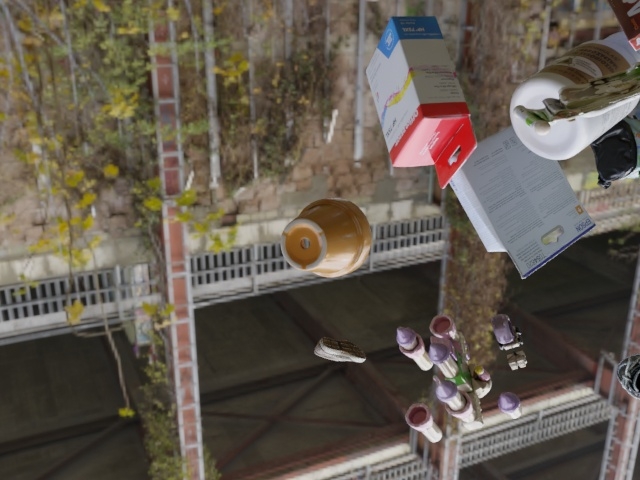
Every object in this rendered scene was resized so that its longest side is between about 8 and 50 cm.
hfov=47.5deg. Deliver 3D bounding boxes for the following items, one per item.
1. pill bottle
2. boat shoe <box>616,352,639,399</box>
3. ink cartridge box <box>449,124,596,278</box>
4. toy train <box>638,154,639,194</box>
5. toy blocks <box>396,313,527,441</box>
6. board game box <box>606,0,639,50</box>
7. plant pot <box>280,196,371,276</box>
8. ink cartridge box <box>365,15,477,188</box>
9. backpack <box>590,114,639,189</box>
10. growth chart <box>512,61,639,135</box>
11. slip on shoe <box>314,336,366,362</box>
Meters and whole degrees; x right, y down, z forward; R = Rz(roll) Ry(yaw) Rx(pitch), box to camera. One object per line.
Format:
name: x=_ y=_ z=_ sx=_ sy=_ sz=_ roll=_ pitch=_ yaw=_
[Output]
pill bottle: x=0.404 y=-0.227 z=1.097 sx=0.229 sy=0.131 sz=0.131 roll=-34 pitch=-144 yaw=-29
boat shoe: x=0.781 y=0.332 z=1.747 sx=0.104 sy=0.113 sz=0.306 roll=5 pitch=-178 yaw=-7
ink cartridge box: x=0.329 y=-0.073 z=1.201 sx=0.223 sy=0.224 sz=0.045 roll=-27 pitch=177 yaw=-34
toy train: x=0.580 y=-0.115 z=1.298 sx=0.017 sy=0.083 sz=0.023 roll=4 pitch=175 yaw=-32
toy blocks: x=0.342 y=0.305 z=1.836 sx=0.308 sy=0.260 sz=0.289 roll=-20 pitch=-137 yaw=20
board game box: x=0.453 y=-0.397 z=1.010 sx=0.027 sy=0.145 sz=0.281 roll=31 pitch=-142 yaw=-36
plant pot: x=0.000 y=0.000 z=1.822 sx=0.205 sy=0.205 sz=0.188 roll=10 pitch=-169 yaw=24
ink cartridge box: x=0.148 y=-0.205 z=1.097 sx=0.077 sy=0.134 sz=0.231 roll=-5 pitch=-115 yaw=-18
backpack: x=0.645 y=-0.188 z=1.520 sx=0.182 sy=0.152 sz=0.115 roll=-2 pitch=174 yaw=-44
growth chart: x=0.328 y=-0.173 z=0.801 sx=0.237 sy=0.021 sz=0.172 roll=-22 pitch=-165 yaw=6
slip on shoe: x=0.045 y=0.262 z=1.691 sx=0.135 sy=0.041 sz=0.051 roll=18 pitch=-148 yaw=-37
